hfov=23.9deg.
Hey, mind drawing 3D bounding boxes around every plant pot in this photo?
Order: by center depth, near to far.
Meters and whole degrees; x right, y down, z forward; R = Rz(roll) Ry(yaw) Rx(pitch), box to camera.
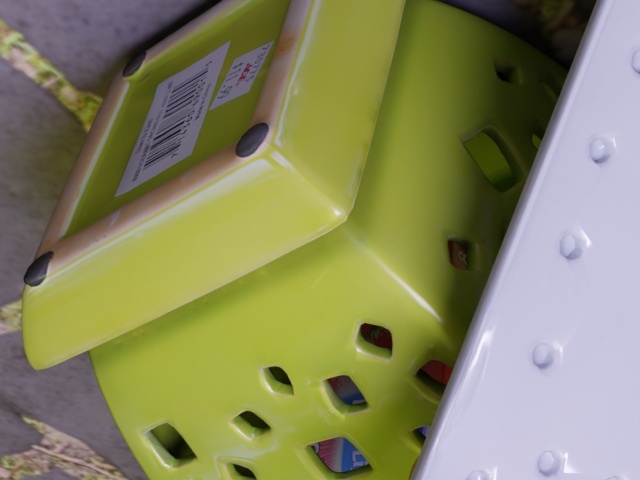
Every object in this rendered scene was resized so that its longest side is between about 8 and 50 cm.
[{"bbox_3d":[0.000,0.000,0.730,0.227,0.228,0.207,-26,124,35],"label":"plant pot"}]

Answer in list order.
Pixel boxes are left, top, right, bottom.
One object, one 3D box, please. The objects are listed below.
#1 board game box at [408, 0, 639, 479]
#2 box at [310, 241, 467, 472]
[{"bbox_3d":[0.249,0.032,0.644,0.390,0.390,0.050,24,174,-19],"label":"board game box"},{"bbox_3d":[0.058,0.145,0.858,0.122,0.257,0.128,-25,131,34],"label":"box"}]
